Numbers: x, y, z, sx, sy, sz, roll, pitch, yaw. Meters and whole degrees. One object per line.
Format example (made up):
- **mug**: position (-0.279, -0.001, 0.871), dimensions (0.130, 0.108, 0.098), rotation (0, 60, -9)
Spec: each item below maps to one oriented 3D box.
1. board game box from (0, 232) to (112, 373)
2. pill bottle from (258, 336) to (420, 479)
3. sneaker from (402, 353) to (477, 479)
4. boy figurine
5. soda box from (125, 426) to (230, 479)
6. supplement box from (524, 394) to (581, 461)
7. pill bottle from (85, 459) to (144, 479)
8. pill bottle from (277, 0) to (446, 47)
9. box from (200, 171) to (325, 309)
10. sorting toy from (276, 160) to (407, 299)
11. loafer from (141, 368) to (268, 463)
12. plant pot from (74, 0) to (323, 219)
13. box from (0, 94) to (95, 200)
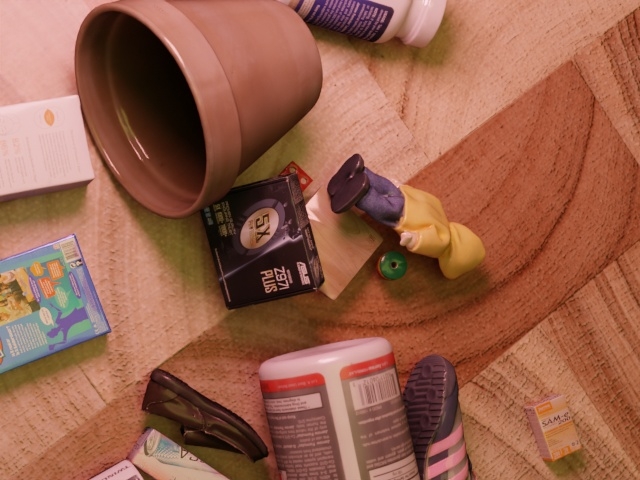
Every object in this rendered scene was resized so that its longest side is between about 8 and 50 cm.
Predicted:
- **board game box**: position (-0.436, 0.099, 1.820), dimensions (0.210, 0.047, 0.160), rotation (-20, 92, -19)
- **pill bottle**: position (0.040, 0.342, 1.873), dimensions (0.210, 0.210, 0.362), rotation (-11, 89, -19)
- **sneaker**: position (0.196, 0.346, 1.993), dimensions (0.131, 0.112, 0.318), rotation (11, 84, -34)
- **boy figurine**: position (0.145, -0.034, 1.985), dimensions (0.285, 0.177, 0.092), rotation (31, 116, -30)
- **soda box**: position (-0.201, 0.358, 1.870), dimensions (0.183, 0.058, 0.063), rotation (36, 75, -13)
- **supplement box**: position (0.393, 0.316, 2.084), dimensions (0.062, 0.036, 0.098), rotation (-20, 92, -20)
- **pill bottle**: position (-0.356, 0.428, 1.774), dimensions (0.246, 0.130, 0.130), rotation (-28, 94, -19)
- **pill bottle**: position (0.060, -0.403, 1.974), dimensions (0.265, 0.153, 0.153), rotation (14, 81, -17)
- **box**: position (-0.089, 0.001, 1.888), dimensions (0.147, 0.077, 0.180), rotation (-13, 96, 12)
- **sorting toy**: position (0.000, 0.000, 1.973), dimensions (0.274, 0.046, 0.132), rotation (41, 74, -7)
- **loafer**: position (-0.180, 0.281, 1.882), dimensions (0.220, 0.080, 0.078), rotation (34, 85, -8)
- **plant pot**: position (-0.160, -0.233, 1.829), dimensions (0.280, 0.323, 0.323), rotation (-29, 95, -35)
- **box**: position (-0.432, -0.132, 1.818), dimensions (0.171, 0.091, 0.130), rotation (-11, 88, -19)
